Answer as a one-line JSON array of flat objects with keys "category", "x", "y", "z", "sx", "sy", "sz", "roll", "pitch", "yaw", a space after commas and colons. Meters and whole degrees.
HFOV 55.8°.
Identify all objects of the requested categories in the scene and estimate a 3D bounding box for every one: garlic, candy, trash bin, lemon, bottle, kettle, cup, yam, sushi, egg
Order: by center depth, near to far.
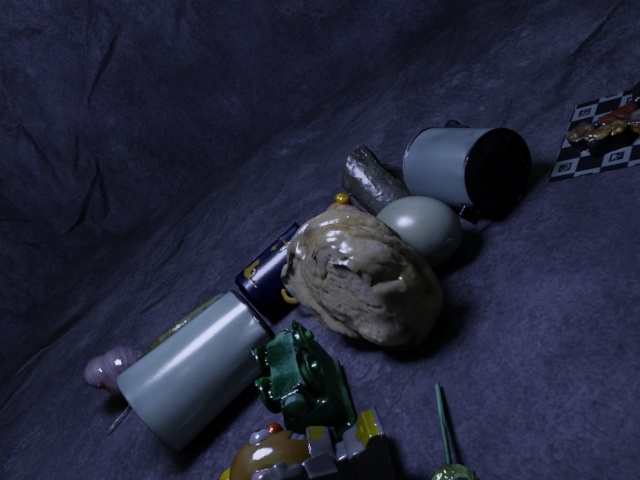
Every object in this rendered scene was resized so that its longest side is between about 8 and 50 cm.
[{"category": "candy", "x": 0.219, "y": 0.352, "z": 1.052, "sx": 0.092, "sy": 0.093, "sz": 0.335, "roll": -42, "pitch": 15, "yaw": 19}, {"category": "lemon", "x": -0.186, "y": 0.520, "z": 1.300, "sx": 0.062, "sy": 0.062, "sz": 0.083, "roll": -47, "pitch": 25, "yaw": -20}, {"category": "sushi", "x": 0.750, "y": -0.308, "z": 1.490, "sx": 0.343, "sy": 0.064, "sz": 0.359, "roll": -10, "pitch": 36, "yaw": 45}, {"category": "egg", "x": 0.236, "y": -0.018, "z": 1.517, "sx": 0.253, "sy": 0.186, "sz": 0.186, "roll": 1, "pitch": 44, "yaw": 47}, {"category": "trash bin", "x": 0.377, "y": -0.188, "z": 1.590, "sx": 0.262, "sy": 0.217, "sz": 0.277, "roll": 18, "pitch": 82, "yaw": 61}, {"category": "kettle", "x": -0.312, "y": 0.327, "z": 1.625, "sx": 0.376, "sy": 0.250, "sz": 0.361, "roll": -40, "pitch": 7, "yaw": -12}, {"category": "cup", "x": -0.106, "y": 0.095, "z": 1.756, "sx": 0.256, "sy": 0.178, "sz": 0.255, "roll": -42, "pitch": 6, "yaw": -5}, {"category": "yam", "x": 0.166, "y": -0.156, "z": 1.777, "sx": 0.154, "sy": 0.154, "sz": 0.254, "roll": -39, "pitch": 67, "yaw": -4}, {"category": "garlic", "x": -0.642, "y": 0.466, "z": 1.929, "sx": 0.207, "sy": 0.207, "sz": 0.257, "roll": -7, "pitch": 74, "yaw": 48}, {"category": "bottle", "x": 0.174, "y": -0.203, "z": 1.996, "sx": 0.120, "sy": 0.120, "sz": 0.253, "roll": -42, "pitch": 25, "yaw": -10}]

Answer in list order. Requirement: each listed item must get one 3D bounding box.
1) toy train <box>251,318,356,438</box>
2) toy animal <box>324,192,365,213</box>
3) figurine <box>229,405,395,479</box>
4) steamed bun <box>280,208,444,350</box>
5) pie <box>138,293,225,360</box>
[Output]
[{"category": "toy train", "x": -0.041, "y": 0.304, "z": 1.312, "sx": 0.145, "sy": 0.202, "sz": 0.266, "roll": -34, "pitch": 25, "yaw": 8}, {"category": "toy animal", "x": 0.078, "y": -0.042, "z": 1.808, "sx": 0.149, "sy": 0.165, "sz": 0.248, "roll": -38, "pitch": 18, "yaw": 10}, {"category": "figurine", "x": -0.021, "y": 0.399, "z": 1.075, "sx": 0.285, "sy": 0.342, "sz": 0.167, "roll": -17, "pitch": 51, "yaw": -2}, {"category": "steamed bun", "x": 0.098, "y": 0.080, "z": 1.393, "sx": 0.230, "sy": 0.325, "sz": 0.372, "roll": -35, "pitch": 23, "yaw": -36}, {"category": "pie", "x": -0.404, "y": 0.271, "z": 1.799, "sx": 0.323, "sy": 0.070, "sz": 0.323, "roll": -40, "pitch": -1, "yaw": -1}]
